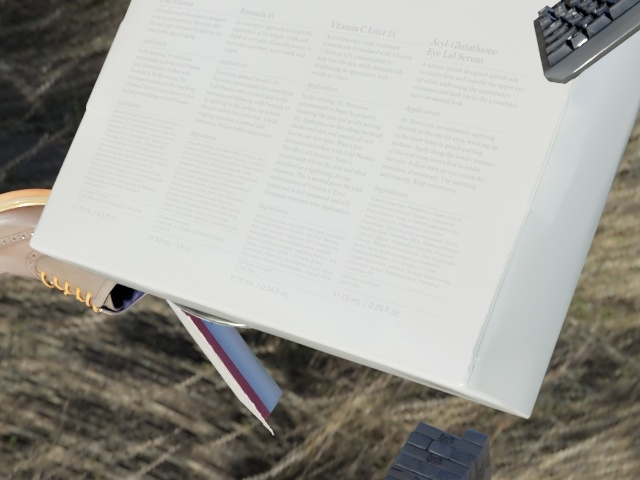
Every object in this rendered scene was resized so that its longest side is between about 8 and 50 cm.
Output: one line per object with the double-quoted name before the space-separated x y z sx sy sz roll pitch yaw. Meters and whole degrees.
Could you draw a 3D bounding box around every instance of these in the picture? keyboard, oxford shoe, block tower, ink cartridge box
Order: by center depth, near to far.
"keyboard" 0.181 -0.153 0.711 0.023 0.180 0.108 47 23 -17
"oxford shoe" -0.276 0.016 1.596 0.363 0.130 0.133 -9 74 12
"block tower" 0.088 0.366 1.681 0.097 0.091 0.335 20 54 25
"ink cartridge box" -0.110 0.136 1.764 0.056 0.224 0.181 -37 101 -10

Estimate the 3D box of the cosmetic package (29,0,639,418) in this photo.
"cosmetic package" 0.009 -0.074 0.944 0.377 0.284 0.097 16 -7 38

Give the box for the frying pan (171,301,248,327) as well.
"frying pan" -0.012 -0.024 1.211 0.326 0.197 0.053 -12 30 18
